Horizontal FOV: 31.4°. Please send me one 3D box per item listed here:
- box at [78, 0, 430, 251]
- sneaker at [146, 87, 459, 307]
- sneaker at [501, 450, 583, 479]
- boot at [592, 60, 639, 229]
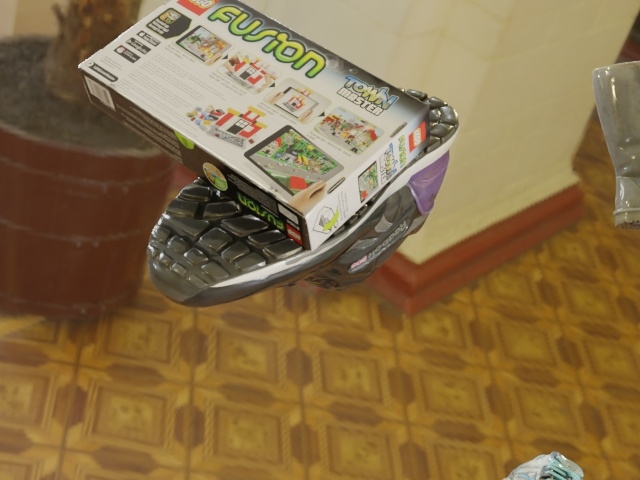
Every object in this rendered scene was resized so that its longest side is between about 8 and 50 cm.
[{"bbox_3d":[-0.044,-0.087,0.726,0.207,0.036,0.114,34,63,29],"label":"box"},{"bbox_3d":[0.000,0.000,0.804,0.107,0.124,0.283,30,43,30],"label":"sneaker"},{"bbox_3d":[0.306,0.343,1.559,0.110,0.122,0.283,45,-4,1],"label":"sneaker"},{"bbox_3d":[0.439,-0.123,1.412,0.189,0.076,0.209,-2,77,5],"label":"boot"}]
